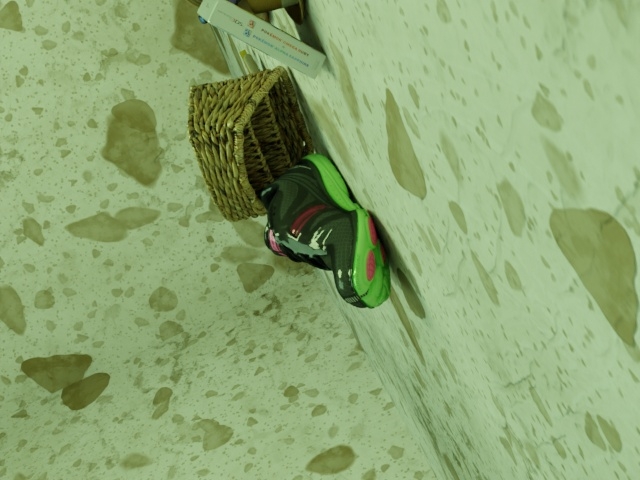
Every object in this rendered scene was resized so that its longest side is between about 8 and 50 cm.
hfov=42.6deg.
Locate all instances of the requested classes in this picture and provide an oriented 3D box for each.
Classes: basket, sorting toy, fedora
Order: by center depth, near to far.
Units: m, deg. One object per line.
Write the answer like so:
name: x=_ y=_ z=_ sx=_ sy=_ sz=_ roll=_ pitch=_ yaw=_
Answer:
fedora: x=-0.089 y=-0.405 z=1.241 sx=0.194 sy=0.079 sz=0.194 roll=155 pitch=90 yaw=-85
basket: x=-0.140 y=-0.194 z=1.788 sx=0.299 sy=0.222 sz=0.214 roll=72 pitch=-170 yaw=-48
sorting toy: x=-0.150 y=-0.416 z=2.262 sx=0.307 sy=0.041 sz=0.229 roll=64 pitch=180 yaw=23

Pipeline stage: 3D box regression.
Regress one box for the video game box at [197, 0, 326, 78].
video game box: x=-0.100 y=-0.333 z=1.321 sx=0.187 sy=0.048 sz=0.205 roll=22 pitch=-168 yaw=-20

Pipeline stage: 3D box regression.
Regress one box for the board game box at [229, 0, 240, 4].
board game box: x=-0.183 y=-0.523 z=1.471 sx=0.170 sy=0.048 sz=0.141 roll=50 pitch=164 yaw=-5

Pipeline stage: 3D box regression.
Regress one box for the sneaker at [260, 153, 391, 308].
sneaker: x=0.000 y=0.000 z=1.616 sx=0.483 sy=0.202 sz=0.185 roll=-121 pitch=7 yaw=-59

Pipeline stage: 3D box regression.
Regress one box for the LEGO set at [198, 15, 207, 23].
LEGO set: x=-0.245 y=-0.596 z=1.950 sx=0.182 sy=0.060 sz=0.244 roll=36 pitch=152 yaw=18

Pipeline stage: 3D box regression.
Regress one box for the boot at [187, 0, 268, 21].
boot: x=-0.198 y=-0.479 z=1.675 sx=0.197 sy=0.073 sz=0.152 roll=27 pitch=-177 yaw=3
